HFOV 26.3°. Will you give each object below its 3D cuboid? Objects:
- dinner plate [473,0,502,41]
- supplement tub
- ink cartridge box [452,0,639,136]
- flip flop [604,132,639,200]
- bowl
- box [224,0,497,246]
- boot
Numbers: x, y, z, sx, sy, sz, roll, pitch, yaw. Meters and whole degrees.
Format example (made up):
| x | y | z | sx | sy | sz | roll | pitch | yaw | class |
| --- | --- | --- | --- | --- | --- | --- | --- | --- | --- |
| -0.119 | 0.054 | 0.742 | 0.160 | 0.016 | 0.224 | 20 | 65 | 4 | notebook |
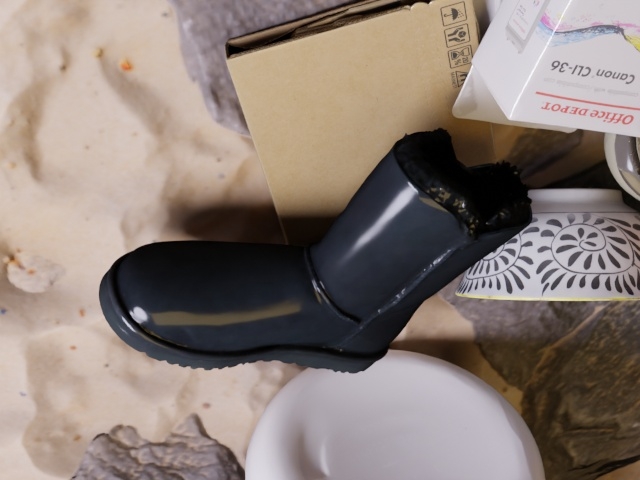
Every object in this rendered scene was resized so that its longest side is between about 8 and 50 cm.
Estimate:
| x | y | z | sx | sy | sz | roll | pitch | yaw | class |
| --- | --- | --- | --- | --- | --- | --- | --- | --- | --- |
| 0.158 | -0.168 | 0.896 | 0.141 | 0.017 | 0.141 | -9 | 138 | -8 | dinner plate |
| 0.047 | 0.276 | 1.149 | 0.235 | 0.235 | 0.325 | -6 | 135 | -13 | supplement tub |
| 0.177 | -0.135 | 0.868 | 0.115 | 0.067 | 0.198 | 5 | 130 | -27 | ink cartridge box |
| 0.294 | -0.033 | 1.028 | 0.277 | 0.112 | 0.080 | 22 | 163 | -36 | flip flop |
| 0.185 | 0.002 | 1.011 | 0.170 | 0.170 | 0.080 | 0 | 91 | -19 | bowl |
| 0.035 | -0.079 | 0.938 | 0.164 | 0.021 | 0.201 | -16 | 139 | 1 | box |
| 0.000 | 0.000 | 0.923 | 0.246 | 0.094 | 0.207 | 11 | 136 | -34 | boot |
